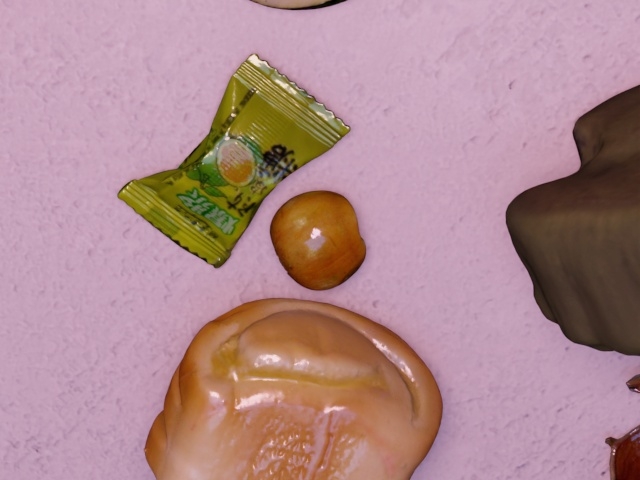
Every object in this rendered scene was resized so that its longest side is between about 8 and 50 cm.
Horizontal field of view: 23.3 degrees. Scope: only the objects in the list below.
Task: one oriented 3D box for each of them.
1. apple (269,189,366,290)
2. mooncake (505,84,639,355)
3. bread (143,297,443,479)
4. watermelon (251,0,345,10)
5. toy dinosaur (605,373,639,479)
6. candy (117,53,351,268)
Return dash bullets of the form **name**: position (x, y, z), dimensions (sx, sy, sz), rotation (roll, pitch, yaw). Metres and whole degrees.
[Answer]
- **apple**: position (0.000, 0.000, 1.745), dimensions (0.102, 0.099, 0.114), rotation (-26, 105, 8)
- **mooncake**: position (0.376, -0.035, 1.590), dimensions (0.351, 0.351, 0.187), rotation (-24, 109, 10)
- **bread**: position (-0.033, 0.202, 1.774), dimensions (0.315, 0.211, 0.270), rotation (14, 103, -13)
- **watermelon**: position (0.020, -0.318, 1.646), dimensions (0.245, 0.063, 0.119), rotation (-38, 94, 19)
- **toy dinosaur**: position (0.477, 0.216, 1.816), dimensions (0.327, 0.113, 0.207), rotation (-20, 110, 7)
- **candy**: position (-0.099, -0.084, 1.730), dimensions (0.149, 0.069, 0.246), rotation (38, 108, -15)
